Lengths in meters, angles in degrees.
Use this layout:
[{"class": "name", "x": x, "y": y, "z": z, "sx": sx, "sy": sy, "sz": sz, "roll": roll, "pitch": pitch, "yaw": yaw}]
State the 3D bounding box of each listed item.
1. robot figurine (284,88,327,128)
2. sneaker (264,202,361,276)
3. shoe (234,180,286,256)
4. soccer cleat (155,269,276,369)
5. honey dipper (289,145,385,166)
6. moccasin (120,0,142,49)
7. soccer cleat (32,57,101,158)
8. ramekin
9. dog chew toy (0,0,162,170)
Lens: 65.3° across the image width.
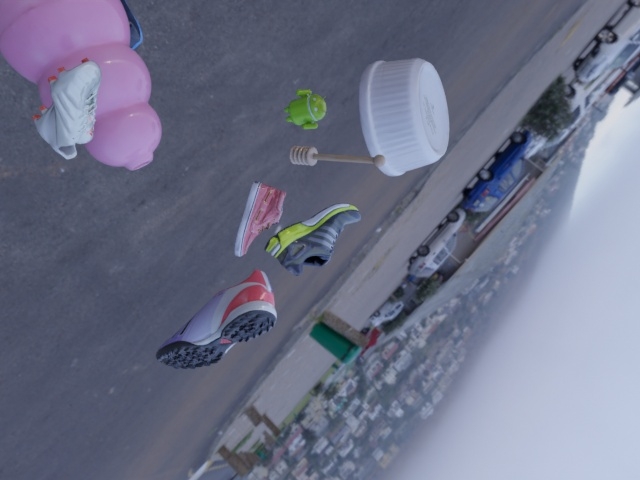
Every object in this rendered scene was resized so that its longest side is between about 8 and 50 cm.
[{"class": "robot figurine", "x": -0.035, "y": -0.338, "z": 1.292, "sx": 0.115, "sy": 0.101, "sz": 0.067, "roll": -7, "pitch": -176, "yaw": 27}, {"class": "sneaker", "x": 0.000, "y": 0.000, "z": 1.295, "sx": 0.300, "sy": 0.121, "sz": 0.111, "roll": -28, "pitch": 170, "yaw": -33}, {"class": "shoe", "x": -0.136, "y": -0.039, "z": 1.132, "sx": 0.063, "sy": 0.081, "sz": 0.178, "roll": -95, "pitch": -158, "yaw": -81}, {"class": "soccer cleat", "x": -0.219, "y": 0.174, "z": 1.045, "sx": 0.318, "sy": 0.116, "sz": 0.108, "roll": -31, "pitch": 136, "yaw": 27}, {"class": "honey dipper", "x": 0.024, "y": -0.125, "z": 0.757, "sx": 0.030, "sy": 0.161, "sz": 0.030, "roll": -21, "pitch": 115, "yaw": -53}, {"class": "moccasin", "x": -0.626, "y": -0.696, "z": 1.393, "sx": 0.138, "sy": 0.342, "sz": 0.117, "roll": -40, "pitch": 180, "yaw": 18}, {"class": "soccer cleat", "x": -0.332, "y": -0.176, "z": 0.680, "sx": 0.196, "sy": 0.076, "sz": 0.068, "roll": -22, "pitch": -163, "yaw": 47}, {"class": "ramekin", "x": 0.203, "y": -0.289, "z": 1.151, "sx": 0.127, "sy": 0.273, "sz": 0.273, "roll": -5, "pitch": -167, "yaw": 31}, {"class": "dog chew toy", "x": -0.382, "y": -0.274, "z": 0.833, "sx": 0.206, "sy": 0.332, "sz": 0.206, "roll": -27, "pitch": -171, "yaw": 5}]
